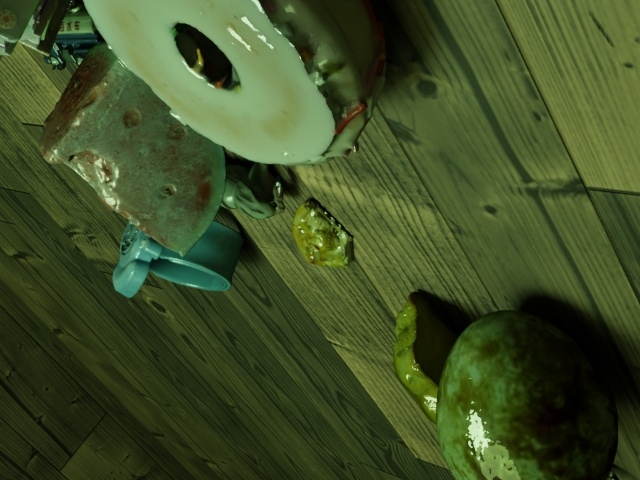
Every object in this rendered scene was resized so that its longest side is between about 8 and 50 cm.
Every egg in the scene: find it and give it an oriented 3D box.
[{"bbox_3d":[0.268,0.226,1.472,0.238,0.238,0.290,6,115,51],"label":"egg"}]

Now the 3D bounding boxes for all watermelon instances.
[{"bbox_3d":[-0.255,-0.126,1.494,0.148,0.226,0.318,-127,21,-52],"label":"watermelon"}]

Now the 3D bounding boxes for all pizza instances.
[{"bbox_3d":[0.000,0.000,1.675,0.099,0.036,0.160,30,156,17],"label":"pizza"}]

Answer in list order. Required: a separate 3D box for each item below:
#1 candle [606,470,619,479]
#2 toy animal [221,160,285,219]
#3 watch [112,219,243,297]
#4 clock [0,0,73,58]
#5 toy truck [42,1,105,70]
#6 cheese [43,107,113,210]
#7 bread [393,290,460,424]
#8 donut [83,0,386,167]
[{"bbox_3d":[0.334,0.321,1.768,0.301,0.059,0.084,23,162,30],"label":"candle"},{"bbox_3d":[-0.157,-0.100,1.662,0.170,0.090,0.255,46,158,-30],"label":"toy animal"},{"bbox_3d":[-0.227,0.013,1.870,0.193,0.211,0.211,22,163,-25],"label":"watch"},{"bbox_3d":[-0.381,-0.332,1.375,0.166,0.235,0.309,26,169,-12],"label":"clock"},{"bbox_3d":[-0.333,-0.289,1.564,0.201,0.074,0.088,10,140,46],"label":"toy truck"},{"bbox_3d":[-0.299,-0.138,1.727,0.177,0.128,0.203,13,146,44],"label":"cheese"},{"bbox_3d":[0.183,0.202,1.644,0.088,0.161,0.233,-30,116,32],"label":"bread"},{"bbox_3d":[-0.090,-0.241,1.223,0.382,0.142,0.383,30,156,15],"label":"donut"}]
